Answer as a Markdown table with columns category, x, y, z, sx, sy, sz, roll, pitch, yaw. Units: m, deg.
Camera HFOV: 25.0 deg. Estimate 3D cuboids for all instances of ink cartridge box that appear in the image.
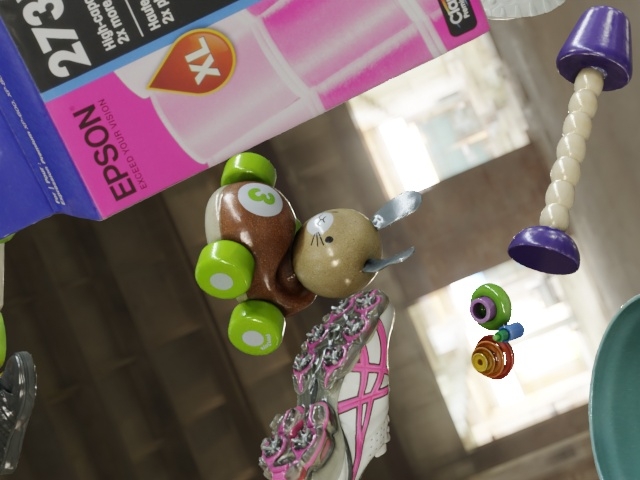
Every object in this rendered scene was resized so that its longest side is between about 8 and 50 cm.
| category | x | y | z | sx | sy | sz | roll | pitch | yaw |
| --- | --- | --- | --- | --- | --- | --- | --- | --- | --- |
| ink cartridge box | -0.089 | -0.138 | 0.912 | 0.176 | 0.371 | 0.069 | 66 | 176 | -24 |

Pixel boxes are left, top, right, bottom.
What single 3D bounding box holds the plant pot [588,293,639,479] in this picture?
| category | x | y | z | sx | sy | sz | roll | pitch | yaw |
| --- | --- | --- | --- | --- | --- | --- | --- | --- | --- |
| plant pot | 0.468 | 0.201 | 1.655 | 0.293 | 0.196 | 0.293 | 180 | 90 | -69 |

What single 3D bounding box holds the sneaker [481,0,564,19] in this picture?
| category | x | y | z | sx | sy | sz | roll | pitch | yaw |
| --- | --- | --- | --- | --- | --- | --- | --- | --- | --- |
| sneaker | 0.280 | -0.337 | 1.831 | 0.090 | 0.235 | 0.095 | 65 | 161 | -6 |

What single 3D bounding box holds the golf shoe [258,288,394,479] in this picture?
| category | x | y | z | sx | sy | sz | roll | pitch | yaw |
| --- | --- | --- | --- | --- | --- | --- | --- | --- | --- |
| golf shoe | 0.019 | 0.122 | 1.083 | 0.086 | 0.067 | 0.186 | 45 | -128 | -28 |

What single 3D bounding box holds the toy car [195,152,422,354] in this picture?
| category | x | y | z | sx | sy | sz | roll | pitch | yaw |
| --- | --- | --- | --- | --- | --- | --- | --- | --- | --- |
| toy car | 0.000 | 0.000 | 1.338 | 0.155 | 0.188 | 0.149 | -79 | -29 | -47 |

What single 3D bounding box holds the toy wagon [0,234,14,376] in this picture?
| category | x | y | z | sx | sy | sz | roll | pitch | yaw |
| --- | --- | --- | --- | --- | --- | --- | --- | --- | --- |
| toy wagon | -0.412 | 0.012 | 1.651 | 0.267 | 0.068 | 0.344 | -46 | 56 | 53 |

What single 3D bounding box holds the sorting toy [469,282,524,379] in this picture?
| category | x | y | z | sx | sy | sz | roll | pitch | yaw |
| --- | --- | --- | --- | --- | --- | --- | --- | --- | --- |
| sorting toy | 0.174 | 0.097 | 1.493 | 0.042 | 0.061 | 0.102 | -13 | -85 | -47 |

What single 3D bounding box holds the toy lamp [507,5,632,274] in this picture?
| category | x | y | z | sx | sy | sz | roll | pitch | yaw |
| --- | --- | --- | --- | --- | --- | --- | --- | --- | --- |
| toy lamp | 0.250 | -0.103 | 1.416 | 0.080 | 0.080 | 0.275 | 55 | -130 | -61 |

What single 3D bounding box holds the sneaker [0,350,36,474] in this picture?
| category | x | y | z | sx | sy | sz | roll | pitch | yaw |
| --- | --- | --- | --- | --- | --- | --- | --- | --- | --- |
| sneaker | -0.355 | 0.195 | 1.503 | 0.051 | 0.089 | 0.170 | 40 | 120 | 53 |
